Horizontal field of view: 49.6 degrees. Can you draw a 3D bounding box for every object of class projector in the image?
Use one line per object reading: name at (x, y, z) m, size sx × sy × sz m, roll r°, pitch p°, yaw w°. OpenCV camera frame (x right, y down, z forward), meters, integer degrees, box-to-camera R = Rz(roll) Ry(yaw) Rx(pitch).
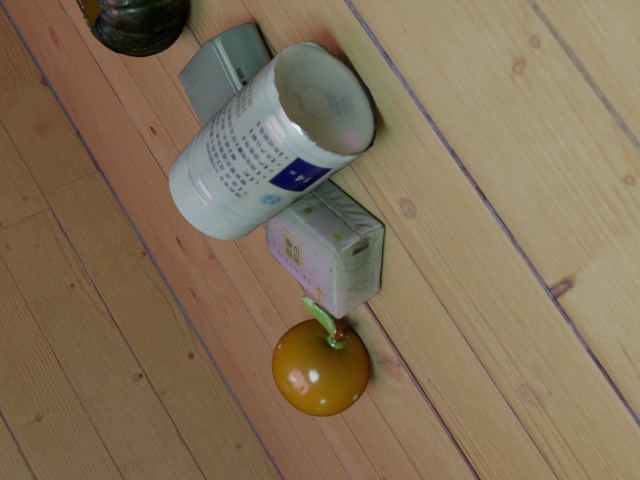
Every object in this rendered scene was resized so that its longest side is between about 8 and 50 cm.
projector at (-0.157, -0.272, 1.317) m, size 0.250 × 0.108 × 0.198 m, roll -13°, pitch 104°, yaw 63°

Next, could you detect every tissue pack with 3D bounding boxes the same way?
tissue pack at (0.000, 0.000, 1.275) m, size 0.225 × 0.124 × 0.185 m, roll 42°, pitch 147°, yaw 35°

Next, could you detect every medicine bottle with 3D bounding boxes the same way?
medicine bottle at (-0.087, -0.142, 1.093) m, size 0.332 × 0.190 × 0.190 m, roll -31°, pitch 88°, yaw 45°

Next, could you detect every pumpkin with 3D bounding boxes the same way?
pumpkin at (-0.395, -0.528, 1.402) m, size 0.320 × 0.192 × 0.320 m, roll 41°, pitch 148°, yaw 34°

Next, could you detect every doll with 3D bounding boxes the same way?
doll at (0.007, 0.248, 1.455) m, size 0.213 × 0.213 × 0.236 m, roll 49°, pitch 139°, yaw 26°
